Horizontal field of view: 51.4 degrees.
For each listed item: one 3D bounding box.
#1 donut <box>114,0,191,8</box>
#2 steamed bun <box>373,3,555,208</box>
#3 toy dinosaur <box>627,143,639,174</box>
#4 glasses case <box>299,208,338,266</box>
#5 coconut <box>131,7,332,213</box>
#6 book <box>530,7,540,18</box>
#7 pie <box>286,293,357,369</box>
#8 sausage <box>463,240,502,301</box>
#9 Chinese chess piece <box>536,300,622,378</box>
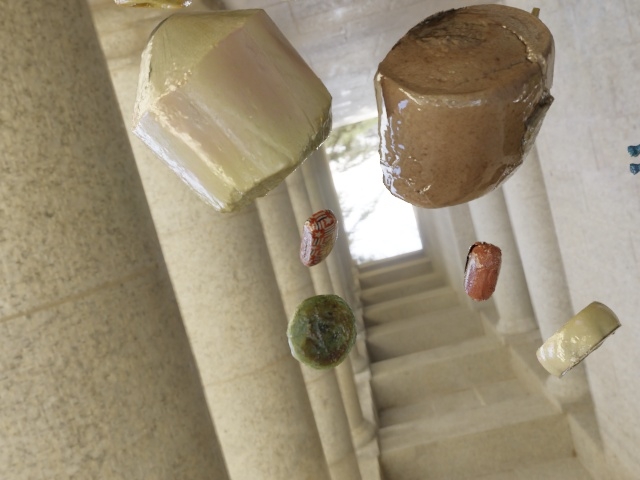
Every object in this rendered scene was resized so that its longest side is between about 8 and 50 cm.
[{"bbox_3d":[-0.332,-0.499,1.322,0.174,0.075,0.190,-2,-160,-14],"label":"donut"},{"bbox_3d":[0.224,-0.184,0.937,0.199,0.252,0.301,23,-131,34],"label":"steamed bun"},{"bbox_3d":[0.677,-0.176,1.318,0.144,0.077,0.329,-21,162,21],"label":"toy dinosaur"},{"bbox_3d":[0.000,0.000,1.329,0.073,0.049,0.194,-33,163,-17],"label":"glasses case"},{"bbox_3d":[-0.124,-0.181,0.860,0.239,0.244,0.239,-38,-168,10],"label":"coconut"},{"bbox_3d":[0.454,-0.374,1.580,0.021,0.217,0.310,19,-123,16],"label":"book"},{"bbox_3d":[0.007,0.217,1.582,0.186,0.187,0.041,-17,-168,-21],"label":"pie"},{"bbox_3d":[0.337,0.065,1.385,0.076,0.141,0.076,2,-147,-1],"label":"sausage"},{"bbox_3d":[0.357,0.137,0.923,0.122,0.051,0.122,-33,156,-16],"label":"Chinese chess piece"}]
